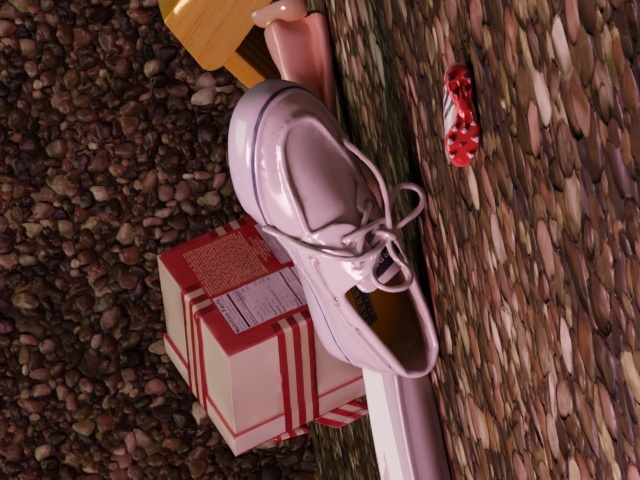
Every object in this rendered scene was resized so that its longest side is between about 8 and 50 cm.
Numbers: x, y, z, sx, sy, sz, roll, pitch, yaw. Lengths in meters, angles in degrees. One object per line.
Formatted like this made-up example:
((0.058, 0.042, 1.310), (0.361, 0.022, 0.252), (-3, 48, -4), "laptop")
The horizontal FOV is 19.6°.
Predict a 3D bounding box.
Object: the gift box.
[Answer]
((-0.058, 0.130, 2.618), (0.258, 0.276, 0.255), (90, 155, -47), "gift box")

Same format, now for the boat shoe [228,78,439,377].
((0.036, 0.004, 1.814), (0.156, 0.136, 0.367), (20, 143, 43), "boat shoe")

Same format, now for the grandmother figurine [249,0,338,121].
((-0.004, -0.127, 2.301), (0.208, 0.104, 0.342), (8, -115, -66), "grandmother figurine")

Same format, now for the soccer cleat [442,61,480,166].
((0.110, -0.100, 1.459), (0.035, 0.029, 0.083), (-88, -8, -73), "soccer cleat")

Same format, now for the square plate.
((0.105, 0.253, 2.142), (0.344, 0.049, 0.347), (136, 123, -83), "square plate")

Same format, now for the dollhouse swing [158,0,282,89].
((-0.083, -0.407, 2.717), (0.315, 0.305, 0.347), (-51, 31, 24), "dollhouse swing")

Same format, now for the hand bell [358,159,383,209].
((0.000, 0.000, 2.022), (0.242, 0.126, 0.126), (-78, -19, -68), "hand bell")
